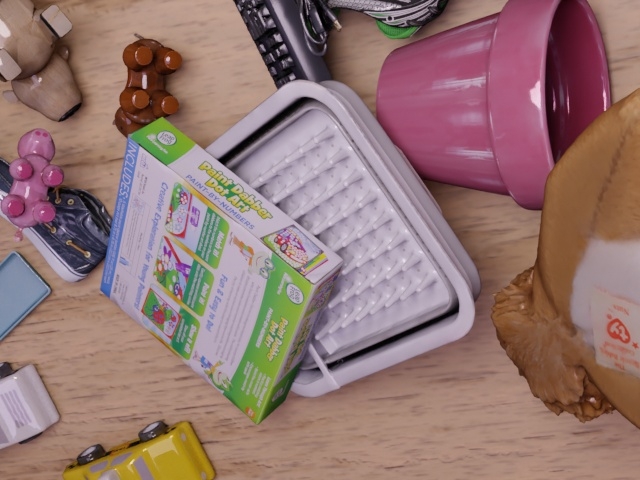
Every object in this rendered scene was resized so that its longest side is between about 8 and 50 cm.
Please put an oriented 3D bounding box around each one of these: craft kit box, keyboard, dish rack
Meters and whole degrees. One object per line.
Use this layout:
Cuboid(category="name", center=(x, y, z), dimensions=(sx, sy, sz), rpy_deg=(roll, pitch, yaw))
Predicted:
Cuboid(category="craft kit box", center=(-0.114, 0.037, 1.151), dimensions=(0.246, 0.061, 0.250), rpy_deg=(41, 139, 17))
Cuboid(category="keyboard", center=(-0.062, -0.260, 1.067), dimensions=(0.033, 0.201, 0.317), rpy_deg=(-30, 98, -20))
Cuboid(category="dish rack", center=(0.000, 0.000, 1.110), dimensions=(0.286, 0.072, 0.333), rpy_deg=(56, 141, -3))

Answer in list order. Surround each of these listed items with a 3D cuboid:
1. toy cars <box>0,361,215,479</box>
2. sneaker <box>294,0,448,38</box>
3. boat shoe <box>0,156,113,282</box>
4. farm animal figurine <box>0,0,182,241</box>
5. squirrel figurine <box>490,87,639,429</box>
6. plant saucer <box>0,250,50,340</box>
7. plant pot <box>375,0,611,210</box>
Cuboid(category="toy cars", center=(-0.326, 0.258, 1.334), dimensions=(0.393, 0.087, 0.177), rpy_deg=(18, 110, 9))
Cuboid(category="sneaker", center=(0.114, -0.276, 1.048), dimensions=(0.343, 0.134, 0.146), rpy_deg=(-4, 114, 27))
Cuboid(category="boat shoe", center=(-0.308, -0.044, 1.256), dimensions=(0.083, 0.065, 0.183), rpy_deg=(-38, 100, 20))
Cuboid(category="farm animal figurine", center=(-0.328, -0.179, 1.140), dimensions=(0.330, 0.172, 0.327), rpy_deg=(-26, 107, -19))
Cuboid(category="squirrel figurine", center=(0.365, 0.016, 0.975), dimensions=(0.281, 0.370, 0.397), rpy_deg=(60, 150, 11))
Cuboid(category="plant saucer", center=(-0.404, 0.092, 1.343), dimensions=(0.192, 0.018, 0.067), rpy_deg=(-41, 93, 21))
Cuboid(category="plant pot", center=(0.159, -0.128, 1.045), dimensions=(0.180, 0.201, 0.201), rpy_deg=(0, 107, 31))
